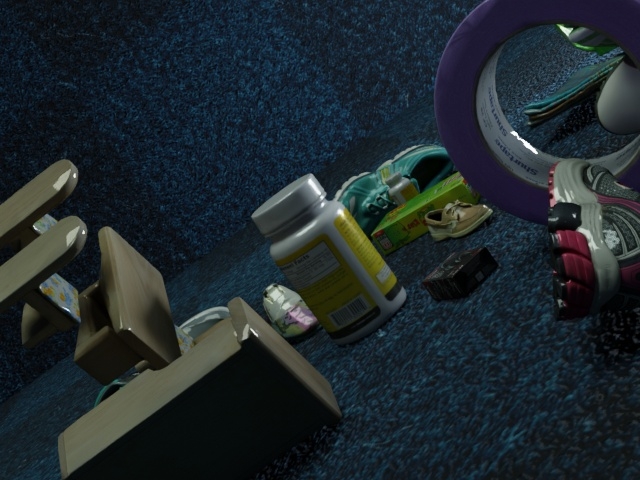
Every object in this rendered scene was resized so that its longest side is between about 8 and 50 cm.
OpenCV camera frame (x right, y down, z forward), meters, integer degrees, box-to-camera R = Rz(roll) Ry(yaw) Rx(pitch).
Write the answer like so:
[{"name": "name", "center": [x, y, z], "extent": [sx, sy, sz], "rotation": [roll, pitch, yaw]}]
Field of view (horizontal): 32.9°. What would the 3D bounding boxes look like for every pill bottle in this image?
[{"name": "pill bottle", "center": [0.145, -0.076, 1.842], "extent": [0.043, 0.083, 0.043], "rotation": [-35, 9, 6]}, {"name": "pill bottle", "center": [0.009, 0.023, 1.428], "extent": [0.119, 0.208, 0.119], "rotation": [-35, 9, 6]}]

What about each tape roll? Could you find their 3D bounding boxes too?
[{"name": "tape roll", "center": [0.266, -0.155, 1.164], "extent": [0.275, 0.275, 0.090], "rotation": [-30, 11, 34]}]

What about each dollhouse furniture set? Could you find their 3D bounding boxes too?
[{"name": "dollhouse furniture set", "center": [-0.174, 0.107, 1.285], "extent": [0.256, 0.362, 0.394], "rotation": [-36, 37, 8]}]

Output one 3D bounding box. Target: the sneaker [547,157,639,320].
[{"name": "sneaker", "center": [0.262, 0.001, 0.969], "extent": [0.112, 0.121, 0.299], "rotation": [-4, 16, 12]}]

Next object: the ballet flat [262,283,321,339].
[{"name": "ballet flat", "center": [-0.056, 0.104, 1.681], "extent": [0.077, 0.079, 0.221], "rotation": [-37, 9, -9]}]

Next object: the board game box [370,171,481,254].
[{"name": "board game box", "center": [0.174, -0.050, 1.727], "extent": [0.181, 0.043, 0.092], "rotation": [-30, 10, 30]}]

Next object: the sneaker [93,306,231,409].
[{"name": "sneaker", "center": [-0.232, 0.215, 1.610], "extent": [0.295, 0.124, 0.178], "rotation": [-44, 4, -3]}]

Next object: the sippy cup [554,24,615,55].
[{"name": "sippy cup", "center": [0.531, -0.467, 1.845], "extent": [0.305, 0.224, 0.240], "rotation": [-27, 2, 10]}]

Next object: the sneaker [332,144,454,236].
[{"name": "sneaker", "center": [0.127, -0.089, 1.950], "extent": [0.275, 0.107, 0.110], "rotation": [-39, 19, -16]}]

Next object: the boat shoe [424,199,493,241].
[{"name": "boat shoe", "center": [0.193, -0.032, 1.553], "extent": [0.050, 0.045, 0.135], "rotation": [-41, 10, -30]}]

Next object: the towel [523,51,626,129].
[{"name": "towel", "center": [0.509, -0.300, 1.671], "extent": [0.370, 0.040, 0.271], "rotation": [-29, 3, 40]}]

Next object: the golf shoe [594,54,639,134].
[{"name": "golf shoe", "center": [0.436, -0.192, 1.296], "extent": [0.273, 0.105, 0.120], "rotation": [-29, 19, 43]}]

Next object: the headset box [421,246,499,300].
[{"name": "headset box", "center": [0.166, 0.041, 1.313], "extent": [0.062, 0.032, 0.083], "rotation": [-40, 11, -22]}]

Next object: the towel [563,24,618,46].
[{"name": "towel", "center": [0.491, -0.289, 1.320], "extent": [0.325, 0.038, 0.248], "rotation": [-4, -12, -36]}]
